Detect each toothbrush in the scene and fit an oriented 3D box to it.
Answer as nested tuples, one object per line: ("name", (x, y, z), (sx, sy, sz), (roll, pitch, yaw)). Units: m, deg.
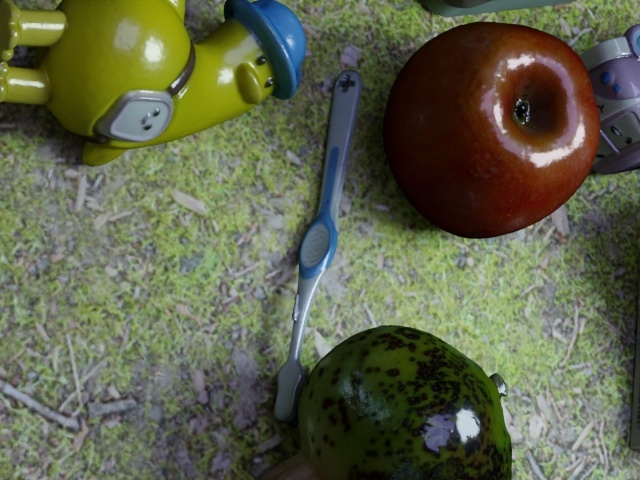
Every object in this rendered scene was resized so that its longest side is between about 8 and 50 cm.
("toothbrush", (-0.002, -0.002, 1.620), (0.040, 0.040, 0.386), (18, 68, -23))

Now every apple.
("apple", (0.173, -0.114, 1.656), (0.218, 0.201, 0.218), (4, 81, -23))

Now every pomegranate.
("pomegranate", (0.049, 0.210, 1.524), (0.222, 0.276, 0.204), (57, 19, 7))

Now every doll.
("doll", (-0.159, -0.161, 1.531), (0.363, 0.199, 0.145), (-2, 34, -42))

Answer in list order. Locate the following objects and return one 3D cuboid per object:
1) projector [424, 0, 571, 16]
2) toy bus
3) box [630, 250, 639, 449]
("projector", (0.214, -0.342, 1.753), (0.242, 0.177, 0.163), (-9, 79, -29))
("toy bus", (0.368, -0.157, 1.805), (0.202, 0.142, 0.142), (-9, 80, -31))
("box", (0.424, 0.126, 1.800), (0.149, 0.067, 0.233), (16, 70, -26))
